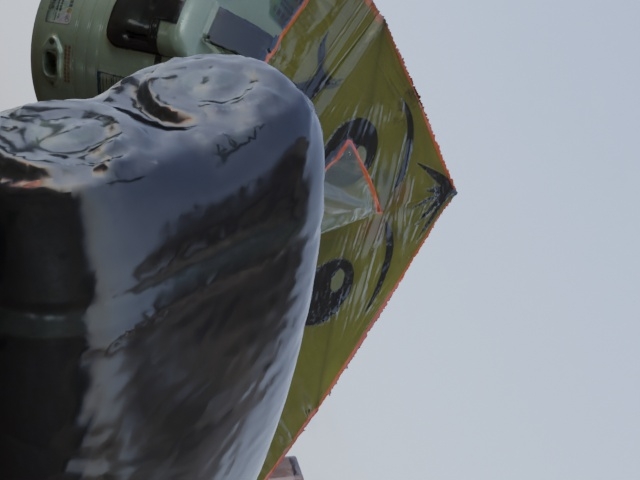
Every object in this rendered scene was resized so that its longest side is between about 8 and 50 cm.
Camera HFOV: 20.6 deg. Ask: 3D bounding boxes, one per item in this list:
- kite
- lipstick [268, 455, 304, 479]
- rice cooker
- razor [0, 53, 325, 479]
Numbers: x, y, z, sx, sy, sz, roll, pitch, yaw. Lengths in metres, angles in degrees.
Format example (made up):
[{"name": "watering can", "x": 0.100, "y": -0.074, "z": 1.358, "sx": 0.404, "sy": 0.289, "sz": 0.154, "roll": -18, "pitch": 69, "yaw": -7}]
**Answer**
[{"name": "kite", "x": -0.002, "y": -0.001, "z": 1.135, "sx": 0.013, "sy": 0.327, "sz": 0.378, "roll": 22, "pitch": -64, "yaw": 31}, {"name": "lipstick", "x": -0.087, "y": 0.199, "z": 1.359, "sx": 0.045, "sy": 0.145, "sz": 0.045, "roll": -113, "pitch": -159, "yaw": -63}, {"name": "rice cooker", "x": -0.116, "y": -0.163, "z": 1.543, "sx": 0.244, "sy": 0.226, "sz": 0.226, "roll": 17, "pitch": -44, "yaw": 34}, {"name": "razor", "x": -0.098, "y": 0.075, "z": 0.869, "sx": 0.113, "sy": 0.204, "sz": 0.349, "roll": 36, "pitch": -47, "yaw": 30}]
